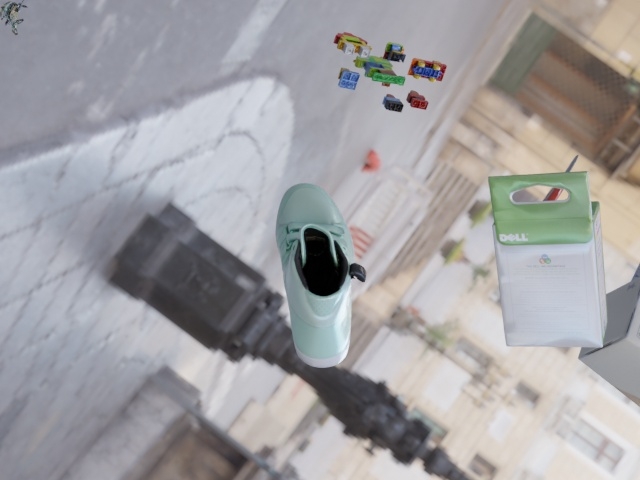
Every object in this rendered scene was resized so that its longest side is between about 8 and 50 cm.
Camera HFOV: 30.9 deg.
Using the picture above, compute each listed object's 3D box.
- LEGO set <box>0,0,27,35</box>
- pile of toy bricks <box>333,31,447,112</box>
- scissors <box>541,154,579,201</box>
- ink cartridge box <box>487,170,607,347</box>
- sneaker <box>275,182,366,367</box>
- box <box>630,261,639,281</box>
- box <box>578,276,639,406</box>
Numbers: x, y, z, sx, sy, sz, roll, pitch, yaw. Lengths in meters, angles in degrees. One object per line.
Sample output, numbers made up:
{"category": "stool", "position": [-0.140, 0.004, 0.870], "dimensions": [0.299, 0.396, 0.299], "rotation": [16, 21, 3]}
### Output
{"category": "LEGO set", "position": [-0.430, -0.328, 1.610], "dimensions": [0.054, 0.023, 0.083], "rotation": [-22, 128, -68]}
{"category": "pile of toy bricks", "position": [0.112, -0.316, 2.130], "dimensions": [0.105, 0.212, 0.118], "rotation": [-115, -141, -56]}
{"category": "scissors", "position": [0.449, -0.108, 2.149], "dimensions": [0.297, 0.021, 0.109], "rotation": [-46, 171, -40]}
{"category": "ink cartridge box", "position": [0.250, 0.013, 1.268], "dimensions": [0.062, 0.109, 0.209], "rotation": [-53, 137, -58]}
{"category": "sneaker", "position": [0.001, 0.000, 1.339], "dimensions": [0.151, 0.094, 0.256], "rotation": [94, -10, -51]}
{"category": "box", "position": [0.615, 0.055, 1.987], "dimensions": [0.072, 0.126, 0.137], "rotation": [13, -110, 55]}
{"category": "box", "position": [0.592, 0.213, 1.915], "dimensions": [0.121, 0.311, 0.148], "rotation": [-38, -163, 51]}
